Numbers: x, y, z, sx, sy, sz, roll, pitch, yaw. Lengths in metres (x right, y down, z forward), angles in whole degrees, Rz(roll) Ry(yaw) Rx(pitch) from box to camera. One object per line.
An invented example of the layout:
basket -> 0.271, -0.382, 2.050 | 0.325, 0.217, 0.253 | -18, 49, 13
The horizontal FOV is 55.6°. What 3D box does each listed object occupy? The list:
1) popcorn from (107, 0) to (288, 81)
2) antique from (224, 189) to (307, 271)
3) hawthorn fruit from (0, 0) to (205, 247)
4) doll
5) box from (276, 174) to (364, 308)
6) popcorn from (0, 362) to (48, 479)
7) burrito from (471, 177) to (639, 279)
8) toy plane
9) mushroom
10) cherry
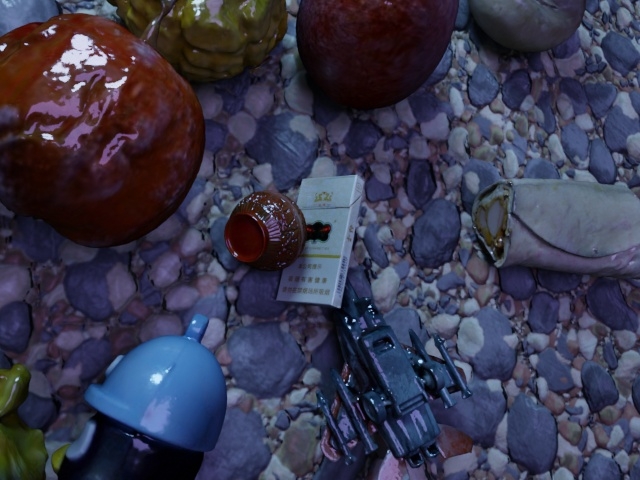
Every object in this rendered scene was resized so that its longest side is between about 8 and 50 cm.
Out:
popcorn -> -0.142, -0.312, 0.713 | 0.250, 0.190, 0.250 | 6, 80, -34
antique -> -0.063, -0.011, 0.735 | 0.104, 0.104, 0.104 | 4, 79, -22
hawthorn fruit -> -0.214, -0.133, 0.609 | 0.242, 0.242, 0.271 | 38, 85, -12
doll -> -0.189, 0.216, 0.602 | 0.141, 0.177, 0.314 | 27, 74, -1
box -> 0.000, 0.000, 0.764 | 0.024, 0.090, 0.166 | 28, 69, -49
popcorn -> -0.356, 0.204, 0.544 | 0.170, 0.218, 0.189 | -13, 63, 19
burrito -> 0.375, -0.019, 0.914 | 0.299, 0.105, 0.143 | 5, 89, -23
toy plane -> 0.069, 0.142, 0.758 | 0.223, 0.104, 0.326 | -21, 89, -23
mushroom -> 0.329, -0.394, 0.908 | 0.204, 0.204, 0.204 | 4, 79, -22
cherry -> 0.082, -0.291, 0.771 | 0.206, 0.239, 0.239 | 33, 70, -22
